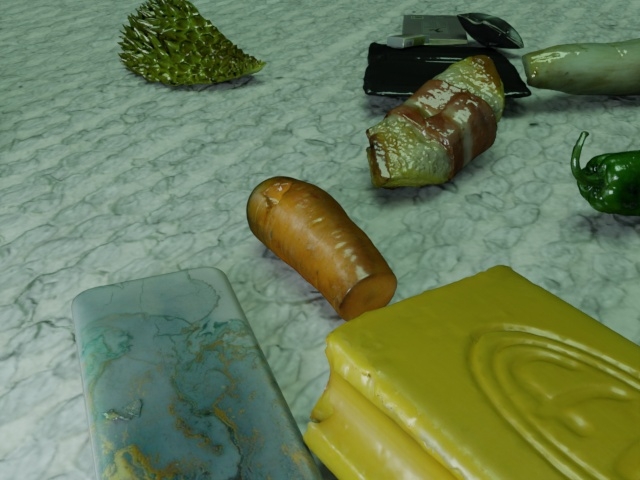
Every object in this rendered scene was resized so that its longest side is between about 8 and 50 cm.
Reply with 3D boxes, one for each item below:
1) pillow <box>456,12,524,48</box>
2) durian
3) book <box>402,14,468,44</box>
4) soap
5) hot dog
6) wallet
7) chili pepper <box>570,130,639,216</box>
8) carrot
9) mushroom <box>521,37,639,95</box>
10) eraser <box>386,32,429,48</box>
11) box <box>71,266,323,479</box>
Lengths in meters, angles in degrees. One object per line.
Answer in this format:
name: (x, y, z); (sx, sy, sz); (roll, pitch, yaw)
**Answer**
pillow: (0.313, -0.389, 1.248); (0.091, 0.055, 0.135); (-1, 27, -13)
durian: (-0.256, -0.350, 1.215); (0.169, 0.157, 0.355); (19, 16, -41)
book: (0.228, -0.427, 1.362); (0.127, 0.014, 0.181); (2, 33, 6)
soap: (0.160, 0.145, 0.403); (0.204, 0.096, 0.324); (-17, 36, -33)
hot dog: (0.147, -0.135, 0.854); (0.261, 0.093, 0.123); (-38, 55, -22)
wallet: (0.194, -0.286, 1.122); (0.247, 0.041, 0.323); (0, 26, 3)
chili pepper: (0.384, -0.071, 0.736); (0.257, 0.100, 0.074); (-10, 40, -17)
carrot: (0.000, 0.000, 0.661); (0.087, 0.087, 0.193); (-23, 41, -29)
mushroom: (0.465, -0.263, 1.028); (0.333, 0.107, 0.087); (-5, 76, -4)
eraser: (0.156, -0.355, 1.196); (0.038, 0.019, 0.083); (18, 29, 37)
box: (-0.109, 0.116, 0.525); (0.142, 0.044, 0.285); (-10, 34, -20)
